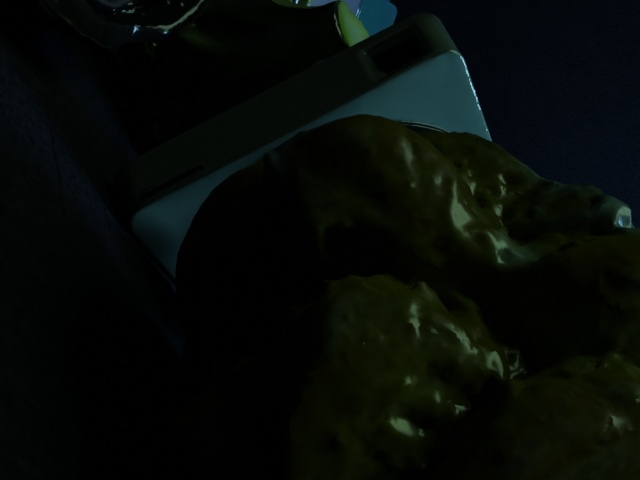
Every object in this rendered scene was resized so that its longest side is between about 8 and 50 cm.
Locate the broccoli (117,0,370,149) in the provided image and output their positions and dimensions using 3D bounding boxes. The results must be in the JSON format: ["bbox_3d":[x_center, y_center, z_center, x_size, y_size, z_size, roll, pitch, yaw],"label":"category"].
[{"bbox_3d":[-0.038,-0.155,0.941,0.288,0.245,0.248,35,54,-43],"label":"broccoli"}]

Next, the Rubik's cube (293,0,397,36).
[{"bbox_3d":[-0.066,-0.379,1.613,0.368,0.358,0.387,21,5,1],"label":"Rubik's cube"}]

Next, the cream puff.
[{"bbox_3d":[0.046,0.118,0.554,0.378,0.275,0.378,37,-32,27],"label":"cream puff"}]

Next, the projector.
[{"bbox_3d":[0.009,-0.028,0.817,0.259,0.257,0.079,58,8,-52],"label":"projector"}]

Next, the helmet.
[{"bbox_3d":[-0.164,-0.245,0.757,0.154,0.198,0.253,24,17,25],"label":"helmet"}]
